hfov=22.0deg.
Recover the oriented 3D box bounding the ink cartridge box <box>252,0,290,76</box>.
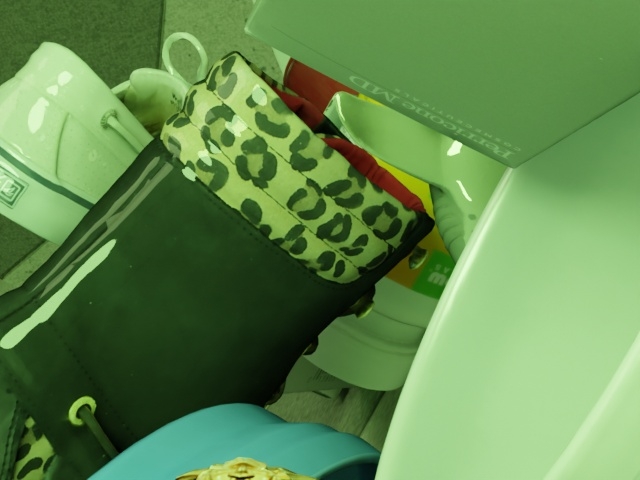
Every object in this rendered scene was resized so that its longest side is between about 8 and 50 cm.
[{"bbox_3d":[0.054,-0.220,1.348,0.212,0.154,0.093,-15,22,18],"label":"ink cartridge box"}]

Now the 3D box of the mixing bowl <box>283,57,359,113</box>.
[{"bbox_3d":[0.074,-0.120,1.229,0.181,0.098,0.181,-27,-17,-9],"label":"mixing bowl"}]

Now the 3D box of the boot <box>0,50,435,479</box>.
[{"bbox_3d":[-0.048,0.074,0.926,0.284,0.377,0.138,-48,51,5],"label":"boot"}]

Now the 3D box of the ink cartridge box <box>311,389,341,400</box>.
[{"bbox_3d":[0.002,-0.011,1.476,0.226,0.131,0.306,-61,8,8],"label":"ink cartridge box"}]

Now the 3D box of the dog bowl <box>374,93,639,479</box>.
[{"bbox_3d":[0.121,0.027,0.557,0.265,0.104,0.265,-62,7,13],"label":"dog bowl"}]

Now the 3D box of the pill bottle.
[{"bbox_3d":[0.068,-0.031,1.028,0.245,0.136,0.136,-61,7,21],"label":"pill bottle"}]

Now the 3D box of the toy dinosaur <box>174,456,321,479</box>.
[{"bbox_3d":[-0.013,0.226,0.594,0.164,0.322,0.218,-15,38,18],"label":"toy dinosaur"}]

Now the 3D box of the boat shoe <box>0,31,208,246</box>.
[{"bbox_3d":[-0.113,-0.064,1.131,0.156,0.136,0.367,-57,-23,2],"label":"boat shoe"}]

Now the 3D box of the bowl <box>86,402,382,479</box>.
[{"bbox_3d":[-0.099,0.251,0.768,0.391,0.077,0.391,-49,-23,-30],"label":"bowl"}]

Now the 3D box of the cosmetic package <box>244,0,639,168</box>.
[{"bbox_3d":[0.066,-0.112,0.527,0.107,0.127,0.238,-66,6,-17],"label":"cosmetic package"}]

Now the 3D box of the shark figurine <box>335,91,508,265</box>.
[{"bbox_3d":[0.104,-0.092,0.868,0.278,0.166,0.116,-64,6,-10],"label":"shark figurine"}]

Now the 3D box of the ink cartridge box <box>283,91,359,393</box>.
[{"bbox_3d":[0.000,0.000,1.182,0.275,0.060,0.239,5,-64,-61],"label":"ink cartridge box"}]
